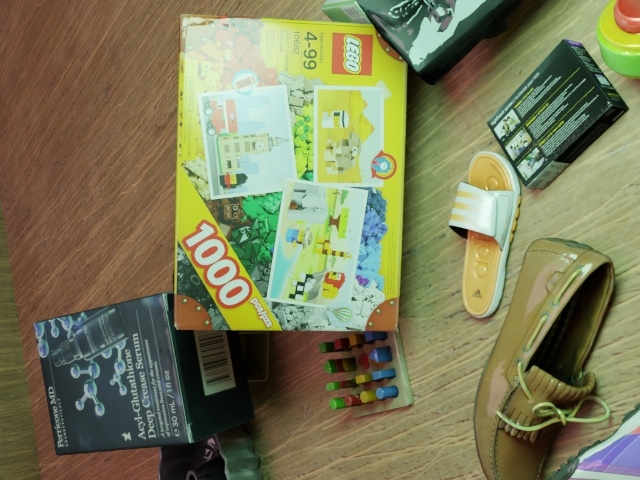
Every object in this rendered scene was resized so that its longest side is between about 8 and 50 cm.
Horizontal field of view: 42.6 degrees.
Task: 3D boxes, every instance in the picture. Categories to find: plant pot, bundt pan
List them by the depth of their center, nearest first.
[{"bbox_3d":[-0.183,0.250,1.815,0.096,0.109,0.109,-174,85,-64],"label":"plant pot"},{"bbox_3d":[-0.241,0.538,1.863,0.331,0.124,0.330,1,92,52],"label":"bundt pan"}]

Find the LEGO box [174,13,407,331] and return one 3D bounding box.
[{"bbox_3d":[-0.056,-0.106,1.395,0.193,0.373,0.500,-154,65,-82],"label":"LEGO box"}]

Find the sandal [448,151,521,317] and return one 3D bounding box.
[{"bbox_3d":[0.247,-0.008,1.283,0.102,0.076,0.265,8,96,51],"label":"sandal"}]

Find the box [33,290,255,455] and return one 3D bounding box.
[{"bbox_3d":[-0.374,0.272,1.725,0.395,0.212,0.293,-14,85,32],"label":"box"}]

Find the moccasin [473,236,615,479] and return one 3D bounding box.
[{"bbox_3d":[0.322,0.190,1.152,0.147,0.139,0.380,31,104,57],"label":"moccasin"}]

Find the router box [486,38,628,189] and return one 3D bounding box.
[{"bbox_3d":[0.338,-0.181,1.192,0.179,0.046,0.133,-49,53,39],"label":"router box"}]

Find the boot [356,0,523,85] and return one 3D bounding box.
[{"bbox_3d":[0.219,-0.493,1.171,0.445,0.146,0.367,-43,56,24],"label":"boot"}]

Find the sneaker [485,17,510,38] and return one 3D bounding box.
[{"bbox_3d":[0.203,-0.392,1.340,0.300,0.111,0.121,12,79,52],"label":"sneaker"}]

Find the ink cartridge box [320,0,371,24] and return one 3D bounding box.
[{"bbox_3d":[0.113,-0.478,1.413,0.235,0.056,0.171,-52,22,-3],"label":"ink cartridge box"}]

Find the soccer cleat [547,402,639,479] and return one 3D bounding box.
[{"bbox_3d":[0.405,0.302,1.062,0.318,0.109,0.116,-54,54,34],"label":"soccer cleat"}]

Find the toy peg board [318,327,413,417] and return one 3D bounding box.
[{"bbox_3d":[0.074,0.237,1.500,0.161,0.079,0.161,-27,69,49],"label":"toy peg board"}]

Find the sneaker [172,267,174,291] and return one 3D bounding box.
[{"bbox_3d":[-0.276,0.114,1.926,0.125,0.140,0.340,7,76,61],"label":"sneaker"}]

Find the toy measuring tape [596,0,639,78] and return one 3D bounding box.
[{"bbox_3d":[0.384,-0.303,1.078,0.330,0.121,0.121,56,131,40],"label":"toy measuring tape"}]
